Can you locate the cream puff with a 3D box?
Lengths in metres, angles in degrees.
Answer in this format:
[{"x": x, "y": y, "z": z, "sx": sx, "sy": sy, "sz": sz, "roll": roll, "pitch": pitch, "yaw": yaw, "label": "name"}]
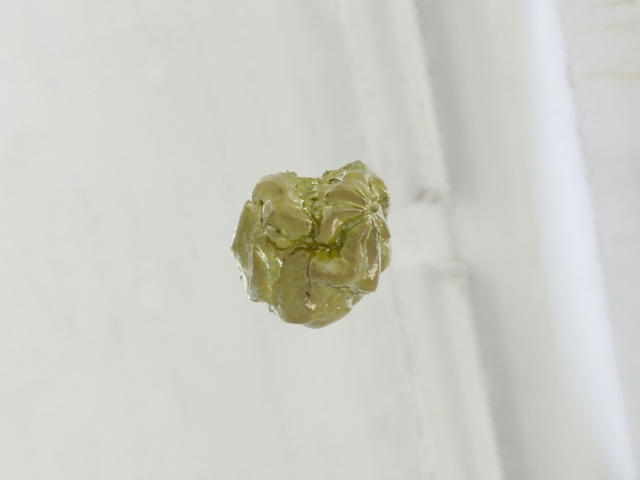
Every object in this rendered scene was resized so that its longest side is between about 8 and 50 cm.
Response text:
[{"x": 0.001, "y": -0.001, "z": 1.622, "sx": 0.156, "sy": 0.156, "sz": 0.121, "roll": 118, "pitch": -33, "yaw": -41, "label": "cream puff"}]
